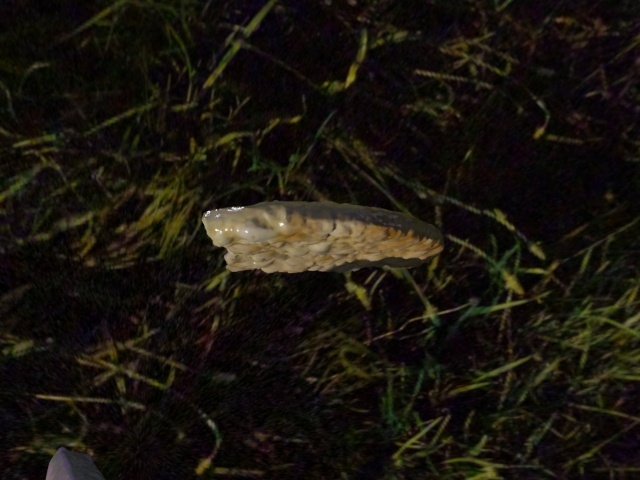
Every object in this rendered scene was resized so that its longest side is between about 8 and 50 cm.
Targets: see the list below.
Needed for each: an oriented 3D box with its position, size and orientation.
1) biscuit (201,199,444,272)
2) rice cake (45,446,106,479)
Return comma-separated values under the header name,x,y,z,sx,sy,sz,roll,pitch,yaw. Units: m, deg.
name,x,y,z,sx,sy,sz,roll,pitch,yaw
biscuit,0.000,0.000,0.614,0.265,0.188,0.040,12,73,-56
rice cake,-0.261,0.288,0.802,0.056,0.365,0.073,25,80,-20
